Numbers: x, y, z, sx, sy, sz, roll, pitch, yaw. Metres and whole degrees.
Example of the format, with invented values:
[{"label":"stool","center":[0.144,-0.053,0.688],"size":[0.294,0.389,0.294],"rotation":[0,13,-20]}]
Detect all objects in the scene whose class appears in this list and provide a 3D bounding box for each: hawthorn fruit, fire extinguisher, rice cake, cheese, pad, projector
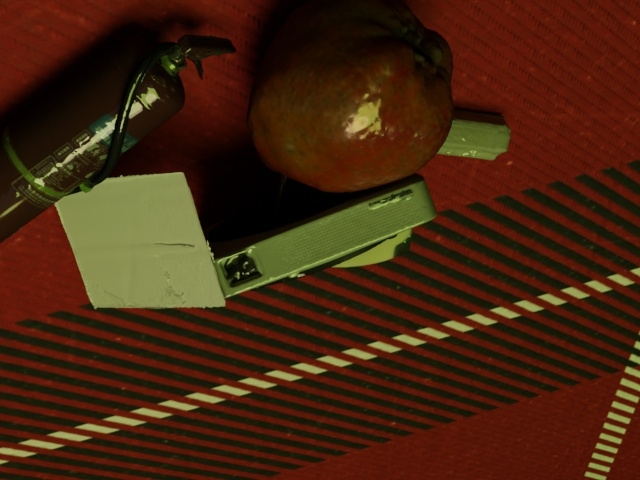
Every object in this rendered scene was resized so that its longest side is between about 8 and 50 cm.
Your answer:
[{"label":"hawthorn fruit","center":[0.013,-0.136,1.196],"size":[0.211,0.210,0.262],"rotation":[16,135,-40]},{"label":"fire extinguisher","center":[-0.241,-0.114,1.177],"size":[0.341,0.105,0.141],"rotation":[-33,173,12]},{"label":"rice cake","center":[0.123,-0.137,1.378],"size":[0.256,0.052,0.057],"rotation":[3,106,-31]},{"label":"cheese","center":[0.000,0.000,1.477],"size":[0.252,0.054,0.127],"rotation":[-12,142,-13]},{"label":"pad","center":[-0.202,0.003,1.228],"size":[0.232,0.156,0.004],"rotation":[-3,-161,41]},{"label":"projector","center":[-0.011,-0.013,1.307],"size":[0.257,0.259,0.079],"rotation":[-20,101,-3]}]
